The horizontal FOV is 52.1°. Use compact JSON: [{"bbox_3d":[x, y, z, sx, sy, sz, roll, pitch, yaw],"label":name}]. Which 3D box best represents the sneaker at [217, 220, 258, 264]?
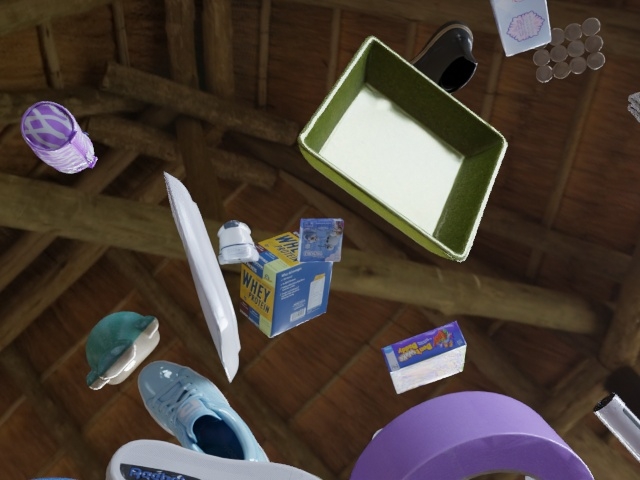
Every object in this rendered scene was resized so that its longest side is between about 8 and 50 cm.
[{"bbox_3d":[-0.188,0.004,1.493,0.094,0.258,0.091,-5,-95,-11],"label":"sneaker"}]

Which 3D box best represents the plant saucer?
[{"bbox_3d":[0.081,-0.087,0.650,0.188,0.188,0.045,35,-38,-7],"label":"plant saucer"}]

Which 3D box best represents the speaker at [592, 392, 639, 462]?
[{"bbox_3d":[0.571,0.351,1.211,0.055,0.136,0.055,-39,-12,-10],"label":"speaker"}]

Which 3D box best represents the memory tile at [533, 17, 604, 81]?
[{"bbox_3d":[0.550,-0.422,1.461,0.148,0.012,0.113,-11,-71,19],"label":"memory tile"}]

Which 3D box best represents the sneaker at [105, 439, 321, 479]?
[{"bbox_3d":[-0.076,0.247,0.548,0.217,0.079,0.121,19,-60,0],"label":"sneaker"}]

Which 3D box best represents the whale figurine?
[{"bbox_3d":[-0.477,0.245,1.526,0.141,0.272,0.216,44,-98,-5],"label":"whale figurine"}]

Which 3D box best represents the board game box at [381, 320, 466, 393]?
[{"bbox_3d":[0.322,0.370,2.025,0.233,0.078,0.347,-20,-25,2],"label":"board game box"}]

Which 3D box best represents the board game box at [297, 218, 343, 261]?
[{"bbox_3d":[0.000,0.000,1.362,0.090,0.020,0.090,-1,-70,-19],"label":"board game box"}]

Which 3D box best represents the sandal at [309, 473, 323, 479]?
[{"bbox_3d":[-0.080,0.531,1.181,0.120,0.086,0.303,38,-77,-6],"label":"sandal"}]

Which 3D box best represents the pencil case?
[{"bbox_3d":[-0.432,-0.165,1.093,0.088,0.206,0.086,32,-98,-5],"label":"pencil case"}]

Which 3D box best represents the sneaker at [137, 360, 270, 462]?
[{"bbox_3d":[-0.233,0.335,1.265,0.135,0.366,0.150,-44,-29,-24],"label":"sneaker"}]

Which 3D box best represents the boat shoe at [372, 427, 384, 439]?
[{"bbox_3d":[0.213,0.396,1.319,0.277,0.098,0.096,-13,-46,33],"label":"boat shoe"}]

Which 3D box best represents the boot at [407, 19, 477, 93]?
[{"bbox_3d":[0.154,-0.222,0.974,0.077,0.137,0.198,24,-56,-13],"label":"boot"}]

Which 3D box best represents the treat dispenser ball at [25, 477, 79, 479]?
[{"bbox_3d":[-0.339,0.434,0.779,0.288,0.288,0.288,-9,-56,-14],"label":"treat dispenser ball"}]

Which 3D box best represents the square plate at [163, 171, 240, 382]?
[{"bbox_3d":[-0.230,0.082,1.329,0.049,0.347,0.344,-18,-24,-12],"label":"square plate"}]

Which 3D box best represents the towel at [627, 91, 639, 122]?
[{"bbox_3d":[0.649,-0.193,1.021,0.282,0.187,0.049,-6,-51,1],"label":"towel"}]

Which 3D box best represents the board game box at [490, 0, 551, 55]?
[{"bbox_3d":[0.214,-0.465,0.843,0.066,0.319,0.318,-14,-34,17],"label":"board game box"}]

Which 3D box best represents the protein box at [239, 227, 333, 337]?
[{"bbox_3d":[-0.089,0.106,1.699,0.200,0.136,0.201,-21,-50,-38],"label":"protein box"}]

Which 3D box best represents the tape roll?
[{"bbox_3d":[0.169,0.314,0.742,0.275,0.090,0.275,-3,-73,-11],"label":"tape roll"}]
